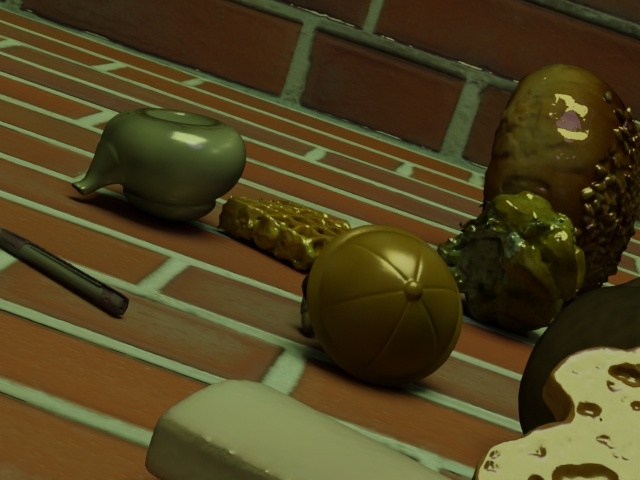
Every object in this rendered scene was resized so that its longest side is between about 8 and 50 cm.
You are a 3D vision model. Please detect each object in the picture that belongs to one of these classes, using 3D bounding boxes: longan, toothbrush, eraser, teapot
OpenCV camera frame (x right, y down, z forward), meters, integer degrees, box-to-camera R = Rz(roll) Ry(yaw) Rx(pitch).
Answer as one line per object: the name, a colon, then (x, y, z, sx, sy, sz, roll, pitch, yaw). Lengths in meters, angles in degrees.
longan: (0.379, 0.169, 1.611, 0.350, 0.288, 0.288, 9, 10, 12)
toothbrush: (-0.338, 0.009, 1.808, 0.354, 0.024, 0.029, 26, 5, 36)
eraser: (0.014, 0.206, 1.270, 0.270, 0.095, 0.174, 25, 13, 27)
teapot: (-0.210, -0.116, 2.273, 0.220, 0.149, 0.318, 13, 12, 7)

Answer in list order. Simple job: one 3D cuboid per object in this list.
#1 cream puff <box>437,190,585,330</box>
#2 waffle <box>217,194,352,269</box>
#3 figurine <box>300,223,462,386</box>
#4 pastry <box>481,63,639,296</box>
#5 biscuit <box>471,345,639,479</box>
cream puff: (0.287, 0.039, 2.252, 0.194, 0.221, 0.195, 14, 58, -22)
waffle: (0.000, 0.001, 2.289, 0.219, 0.057, 0.229, 27, 13, 33)
figurine: (0.064, 0.062, 1.846, 0.192, 0.167, 0.257, 1, 14, -14)
pastry: (0.404, -0.089, 2.583, 0.245, 0.410, 0.409, 10, 10, 13)
biscuit: (0.311, 0.227, 1.370, 0.351, 0.057, 0.312, 17, 46, 7)
